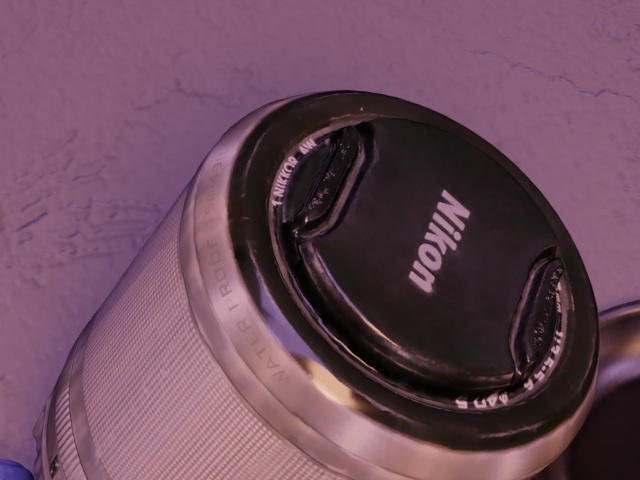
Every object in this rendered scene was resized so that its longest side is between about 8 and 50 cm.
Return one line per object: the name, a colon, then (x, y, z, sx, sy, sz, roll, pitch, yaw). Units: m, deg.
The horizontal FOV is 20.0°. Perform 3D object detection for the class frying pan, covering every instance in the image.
frying pan: (0.225, 0.143, 0.995, 0.197, 0.053, 0.326, -23, 40, -6)

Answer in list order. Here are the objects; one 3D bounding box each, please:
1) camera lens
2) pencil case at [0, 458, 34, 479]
camera lens: (-0.007, 0.074, 0.926, 0.219, 0.274, 0.219, 17, 49, -21)
pencil case: (-0.171, 0.250, 0.938, 0.119, 0.133, 0.306, -3, 58, -32)
